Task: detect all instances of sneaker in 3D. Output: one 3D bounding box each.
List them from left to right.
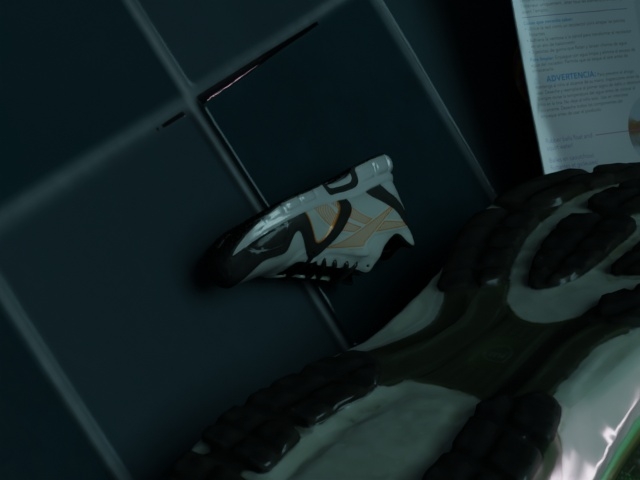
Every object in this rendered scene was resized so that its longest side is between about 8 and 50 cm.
[{"bbox_3d":[0.000,0.000,0.753,0.109,0.040,0.043,-26,91,-44],"label":"sneaker"},{"bbox_3d":[0.100,0.097,0.746,0.410,0.158,0.182,-31,122,-35],"label":"sneaker"}]

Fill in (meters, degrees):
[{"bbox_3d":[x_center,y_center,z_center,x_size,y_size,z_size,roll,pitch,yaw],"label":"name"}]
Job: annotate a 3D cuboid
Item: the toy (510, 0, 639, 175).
[{"bbox_3d":[0.131,-0.078,0.889,0.137,0.056,0.237,-8,83,-37],"label":"toy"}]
